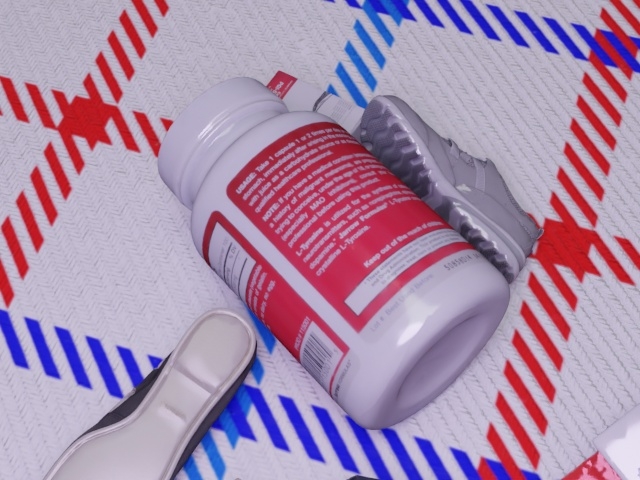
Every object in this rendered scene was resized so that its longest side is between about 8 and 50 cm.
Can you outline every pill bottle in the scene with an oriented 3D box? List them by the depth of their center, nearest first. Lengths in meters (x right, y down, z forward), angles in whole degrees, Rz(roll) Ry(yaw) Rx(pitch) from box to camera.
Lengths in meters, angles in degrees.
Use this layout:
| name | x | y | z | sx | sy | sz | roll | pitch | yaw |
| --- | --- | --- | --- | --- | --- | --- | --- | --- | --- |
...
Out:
| name | x | y | z | sx | sy | sz | roll | pitch | yaw |
| --- | --- | --- | --- | --- | --- | --- | --- | --- | --- |
| pill bottle | 0.000 | 0.000 | 1.228 | 0.229 | 0.229 | 0.408 | -37 | 65 | -18 |

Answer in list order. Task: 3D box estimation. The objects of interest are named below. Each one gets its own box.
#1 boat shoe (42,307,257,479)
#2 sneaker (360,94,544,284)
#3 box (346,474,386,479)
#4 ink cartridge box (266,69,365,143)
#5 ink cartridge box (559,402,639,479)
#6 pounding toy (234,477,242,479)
| name | x | y | z | sx | sy | sz | roll | pitch | yaw |
| --- | --- | --- | --- | --- | --- | --- | --- | --- | --- |
| boat shoe | -0.190 | 0.219 | 1.198 | 0.112 | 0.095 | 0.335 | 39 | 72 | 7 |
| sneaker | 0.161 | -0.073 | 1.331 | 0.281 | 0.105 | 0.115 | 50 | 54 | 0 |
| box | 0.085 | 0.335 | 1.077 | 0.156 | 0.093 | 0.158 | 14 | 59 | -17 |
| ink cartridge box | -0.009 | -0.148 | 1.390 | 0.135 | 0.099 | 0.056 | 26 | 64 | 17 |
| ink cartridge box | 0.374 | 0.316 | 1.065 | 0.261 | 0.066 | 0.296 | -41 | 64 | 7 |
| pounding toy | -0.078 | 0.342 | 1.102 | 0.130 | 0.100 | 0.141 | 32 | 65 | 19 |
